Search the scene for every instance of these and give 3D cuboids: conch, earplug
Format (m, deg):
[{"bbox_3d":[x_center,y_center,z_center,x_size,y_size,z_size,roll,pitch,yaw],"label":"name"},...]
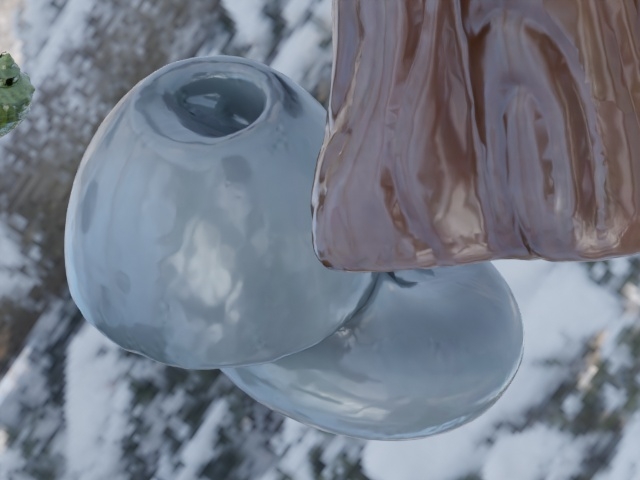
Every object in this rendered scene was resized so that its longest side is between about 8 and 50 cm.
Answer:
[{"bbox_3d":[-0.340,-0.139,1.685,0.089,0.121,0.074,19,-158,-14],"label":"conch"},{"bbox_3d":[-0.008,0.010,0.992,0.325,0.175,0.214,26,-162,-45],"label":"earplug"}]

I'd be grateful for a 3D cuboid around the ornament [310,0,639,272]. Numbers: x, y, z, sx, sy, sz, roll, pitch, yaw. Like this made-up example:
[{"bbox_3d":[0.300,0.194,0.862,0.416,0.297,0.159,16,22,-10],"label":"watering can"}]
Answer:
[{"bbox_3d":[0.078,-0.124,0.476,0.235,0.221,0.218,-134,29,-72],"label":"ornament"}]
